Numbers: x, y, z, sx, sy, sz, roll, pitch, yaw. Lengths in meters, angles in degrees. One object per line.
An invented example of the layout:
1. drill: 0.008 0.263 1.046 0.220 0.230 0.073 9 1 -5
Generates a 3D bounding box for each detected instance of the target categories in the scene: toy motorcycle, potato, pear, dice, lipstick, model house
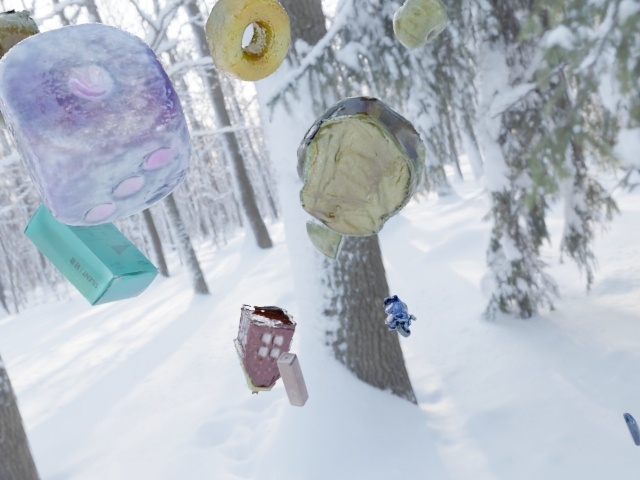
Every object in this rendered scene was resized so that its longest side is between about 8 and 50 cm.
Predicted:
1. toy motorcycle: 0.267 0.254 2.046 0.076 0.114 0.205 -46 14 23
2. potato: 0.000 0.000 1.623 0.120 0.081 0.149 20 2 5
3. pear: 0.295 -0.659 1.765 0.167 0.136 0.167 -38 0 0
4. dice: -0.413 -0.205 1.084 0.270 0.270 0.271 -25 -16 -25
5. lipstick: -0.070 0.359 1.521 0.045 0.145 0.045 -1 30 25
6. model house: -0.191 0.346 1.871 0.160 0.254 0.196 13 6 -19

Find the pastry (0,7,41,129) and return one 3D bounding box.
1. pastry: -0.679 -0.366 1.303 0.121 0.257 0.235 15 57 24

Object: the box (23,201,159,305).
1. box: -0.632 0.032 1.636 0.118 0.311 0.205 -52 -12 16

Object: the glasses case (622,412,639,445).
1. glasses case: 0.677 0.408 1.273 0.023 0.083 0.033 -24 25 15

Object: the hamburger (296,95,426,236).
1. hamburger: 0.081 -0.162 1.283 0.285 0.265 0.134 -48 15 26

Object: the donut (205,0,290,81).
1. donut: -0.211 -0.626 1.824 0.303 0.303 0.110 -22 49 -35
